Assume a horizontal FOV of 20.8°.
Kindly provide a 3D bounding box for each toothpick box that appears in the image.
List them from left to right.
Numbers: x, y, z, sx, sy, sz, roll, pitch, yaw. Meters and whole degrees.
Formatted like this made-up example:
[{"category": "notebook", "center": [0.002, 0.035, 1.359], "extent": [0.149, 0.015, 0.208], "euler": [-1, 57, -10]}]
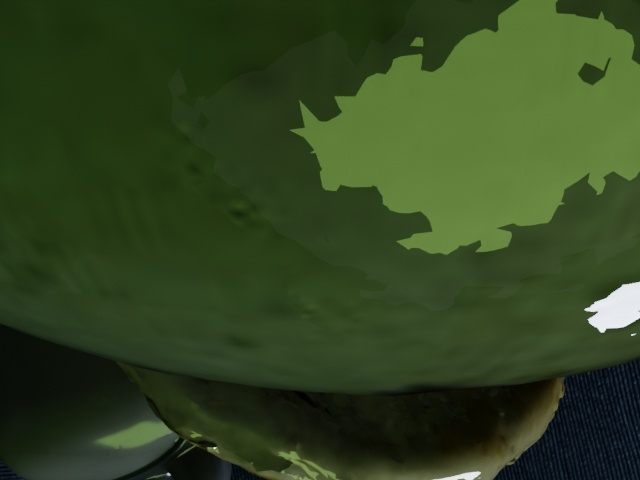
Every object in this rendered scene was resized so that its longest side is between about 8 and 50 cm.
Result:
[{"category": "toothpick box", "center": [-0.137, 0.034, 1.203], "extent": [0.229, 0.316, 0.229], "euler": [-12, 168, -3]}]

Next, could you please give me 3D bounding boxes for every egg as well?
[{"category": "egg", "center": [-0.005, -0.130, 0.446], "extent": [0.428, 0.345, 0.345], "euler": [-7, 169, 1]}]

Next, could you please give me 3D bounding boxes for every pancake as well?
[{"category": "pancake", "center": [0.001, 0.000, 1.091], "extent": [0.387, 0.387, 0.082], "euler": [-3, 143, -39]}]
